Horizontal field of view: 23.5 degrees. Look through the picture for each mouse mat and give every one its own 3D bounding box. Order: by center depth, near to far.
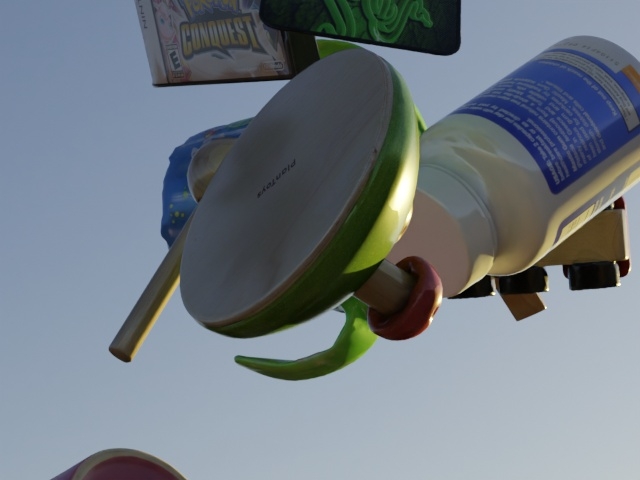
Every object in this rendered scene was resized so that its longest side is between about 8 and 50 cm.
[{"bbox_3d":[0.035,-0.216,1.189,0.153,0.189,0.007,8,-40,-4],"label":"mouse mat"}]

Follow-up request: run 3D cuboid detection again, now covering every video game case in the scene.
[{"bbox_3d":[-0.108,-0.269,1.428,0.035,0.248,0.275,-18,13,-31],"label":"video game case"}]

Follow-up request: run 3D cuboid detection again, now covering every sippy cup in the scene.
[{"bbox_3d":[-0.026,-0.033,1.517,0.224,0.305,0.240,-2,-55,29],"label":"sippy cup"}]

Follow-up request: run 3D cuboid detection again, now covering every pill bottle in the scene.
[{"bbox_3d":[0.174,-0.063,1.366,0.272,0.152,0.152,-34,-4,-34],"label":"pill bottle"}]

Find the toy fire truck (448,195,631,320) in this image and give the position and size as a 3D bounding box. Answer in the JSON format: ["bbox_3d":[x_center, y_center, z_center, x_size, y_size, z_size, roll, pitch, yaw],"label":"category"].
[{"bbox_3d":[0.261,0.021,1.825,0.217,0.158,0.246,-5,-1,15],"label":"toy fire truck"}]

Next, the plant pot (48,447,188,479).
[{"bbox_3d":[-0.181,0.261,1.195,0.201,0.201,0.180,9,-43,-37],"label":"plant pot"}]

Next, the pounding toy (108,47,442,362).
[{"bbox_3d":[0.000,0.000,0.911,0.110,0.183,0.237,34,-31,-26],"label":"pounding toy"}]
